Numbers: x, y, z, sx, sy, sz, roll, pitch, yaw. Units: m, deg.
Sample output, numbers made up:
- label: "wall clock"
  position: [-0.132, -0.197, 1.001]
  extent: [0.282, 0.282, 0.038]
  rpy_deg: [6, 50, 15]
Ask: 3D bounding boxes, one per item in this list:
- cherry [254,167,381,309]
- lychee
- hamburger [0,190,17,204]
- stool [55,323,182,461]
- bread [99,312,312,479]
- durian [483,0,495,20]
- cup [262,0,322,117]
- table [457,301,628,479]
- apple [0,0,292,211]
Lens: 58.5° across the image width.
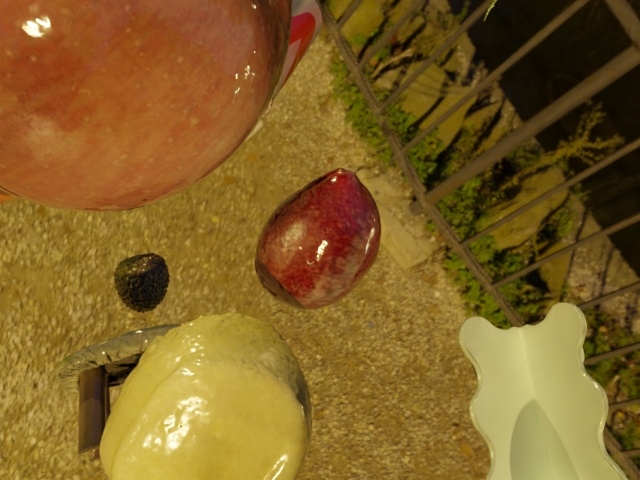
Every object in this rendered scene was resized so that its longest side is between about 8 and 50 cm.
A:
- label: "cherry"
  position: [0.000, 0.000, 1.013]
  extent: [0.203, 0.300, 0.230]
  rpy_deg: [41, 41, 15]
- label: "lychee"
  position: [-0.503, 0.120, 1.610]
  extent: [0.171, 0.171, 0.171]
  rpy_deg: [15, 59, -25]
- label: "hamburger"
  position: [-0.889, -0.196, 1.535]
  extent: [0.237, 0.237, 0.147]
  rpy_deg: [28, 38, -17]
- label: "stool"
  position: [-0.457, 0.370, 1.401]
  extent: [0.311, 0.310, 0.226]
  rpy_deg: [-17, 72, -22]
- label: "bread"
  position: [-0.161, 0.268, 0.855]
  extent: [0.321, 0.237, 0.320]
  rpy_deg: [-6, 107, -22]
- label: "durian"
  position: [0.165, -0.339, 0.451]
  extent: [0.159, 0.169, 0.351]
  rpy_deg: [-1, 50, -7]
- label: "cup"
  position: [-0.116, -0.415, 1.220]
  extent: [0.203, 0.203, 0.288]
  rpy_deg: [38, 55, -9]
- label: "table"
  position: [0.219, 0.175, 0.574]
  extent: [0.167, 0.166, 0.198]
  rpy_deg: [12, 59, -26]
- label: "apple"
  position: [-0.157, -0.170, 0.442]
  extent: [0.306, 0.235, 0.305]
  rpy_deg: [39, 39, -41]
